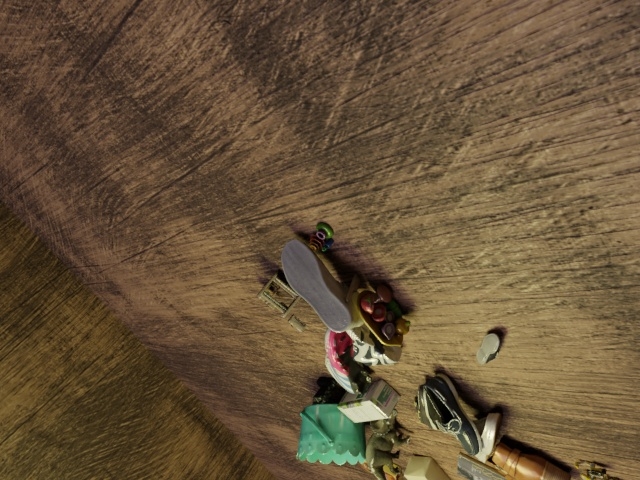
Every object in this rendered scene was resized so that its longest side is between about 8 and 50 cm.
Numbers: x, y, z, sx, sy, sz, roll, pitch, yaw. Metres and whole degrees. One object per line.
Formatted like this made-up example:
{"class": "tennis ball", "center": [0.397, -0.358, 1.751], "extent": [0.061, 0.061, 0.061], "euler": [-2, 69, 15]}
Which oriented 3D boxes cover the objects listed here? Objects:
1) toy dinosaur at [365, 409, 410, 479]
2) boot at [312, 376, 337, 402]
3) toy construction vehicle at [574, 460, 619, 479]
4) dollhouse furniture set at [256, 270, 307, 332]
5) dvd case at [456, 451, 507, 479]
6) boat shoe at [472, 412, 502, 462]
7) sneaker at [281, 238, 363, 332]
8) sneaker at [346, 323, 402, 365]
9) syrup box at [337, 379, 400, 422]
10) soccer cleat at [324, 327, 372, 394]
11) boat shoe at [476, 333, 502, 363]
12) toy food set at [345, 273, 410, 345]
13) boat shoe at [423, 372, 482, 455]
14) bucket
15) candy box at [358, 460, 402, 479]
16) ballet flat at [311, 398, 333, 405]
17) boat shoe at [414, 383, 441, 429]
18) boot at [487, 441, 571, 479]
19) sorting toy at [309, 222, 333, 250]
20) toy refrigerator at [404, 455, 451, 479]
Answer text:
{"class": "toy dinosaur", "center": [0.226, 0.757, 1.988], "extent": [0.160, 0.314, 0.121], "euler": [19, 176, -11]}
{"class": "boot", "center": [0.005, 0.568, 2.063], "extent": [0.045, 0.099, 0.121], "euler": [50, 145, -14]}
{"class": "toy construction vehicle", "center": [0.763, 0.644, 1.502], "extent": [0.086, 0.035, 0.098], "euler": [44, 150, -28]}
{"class": "dollhouse furniture set", "center": [-0.106, 0.197, 1.770], "extent": [0.182, 0.101, 0.161], "euler": [40, 171, -3]}
{"class": "dvd case", "center": [0.584, 0.829, 1.898], "extent": [0.221, 0.018, 0.165], "euler": [19, 142, 27]}
{"class": "boat shoe", "center": [0.478, 0.586, 1.638], "extent": [0.096, 0.098, 0.277], "euler": [22, 144, 22]}
{"class": "sneaker", "center": [0.012, 0.128, 1.514], "extent": [0.108, 0.169, 0.293], "euler": [-40, 70, 15]}
{"class": "sneaker", "center": [0.115, 0.302, 1.648], "extent": [0.235, 0.094, 0.153], "euler": [35, 139, -13]}
{"class": "syrup box", "center": [0.167, 0.567, 1.915], "extent": [0.096, 0.093, 0.237], "euler": [43, 146, -5]}
{"class": "soccer cleat", "center": [0.057, 0.382, 1.782], "extent": [0.143, 0.116, 0.331], "euler": [14, 138, 41]}
{"class": "boat shoe", "center": [0.430, 0.270, 1.364], "extent": [0.125, 0.038, 0.046], "euler": [98, 157, -47]}
{"class": "toy food set", "center": [0.167, 0.182, 1.446], "extent": [0.218, 0.128, 0.071], "euler": [49, 125, -6]}
{"class": "boat shoe", "center": [0.383, 0.516, 1.587], "extent": [0.095, 0.079, 0.255], "euler": [-27, 88, 61]}
{"class": "bucket", "center": [0.045, 0.737, 2.067], "extent": [0.281, 0.183, 0.281], "euler": [2, 150, 1]}
{"class": "candy box", "center": [0.257, 0.981, 2.358], "extent": [0.186, 0.053, 0.109], "euler": [19, 143, 29]}
{"class": "ballet flat", "center": [-0.007, 0.712, 2.273], "extent": [0.074, 0.074, 0.203], "euler": [38, 147, 1]}
{"class": "boat shoe", "center": [0.330, 0.522, 1.718], "extent": [0.068, 0.081, 0.228], "euler": [8, 139, 32]}
{"class": "boot", "center": [0.617, 0.743, 1.680], "extent": [0.220, 0.109, 0.284], "euler": [22, 141, 22]}
{"class": "sorting toy", "center": [0.000, 0.000, 1.447], "extent": [0.061, 0.042, 0.102], "euler": [35, 146, 6]}
{"class": "toy refrigerator", "center": [0.447, 0.950, 2.108], "extent": [0.102, 0.094, 0.269], "euler": [-19, 117, 45]}
